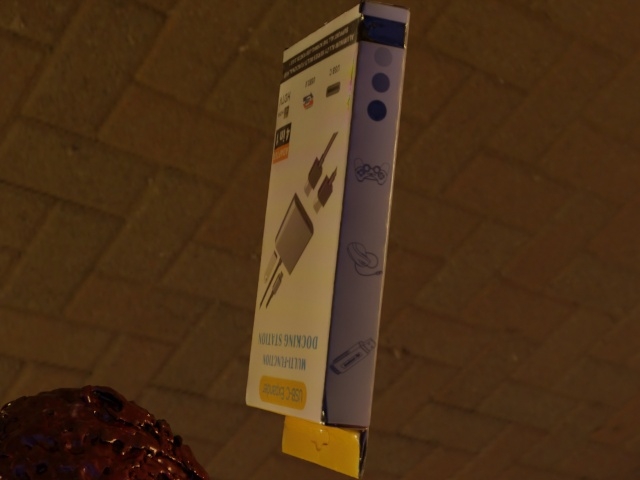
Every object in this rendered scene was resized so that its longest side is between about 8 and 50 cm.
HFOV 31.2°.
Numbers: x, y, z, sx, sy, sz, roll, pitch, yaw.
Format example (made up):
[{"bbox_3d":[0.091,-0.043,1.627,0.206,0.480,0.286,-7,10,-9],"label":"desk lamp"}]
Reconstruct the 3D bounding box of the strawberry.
[{"bbox_3d":[-0.193,0.270,0.964,0.274,0.220,0.274,-6,100,-33],"label":"strawberry"}]

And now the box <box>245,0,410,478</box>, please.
[{"bbox_3d":[0.000,0.000,0.638,0.033,0.247,0.129,8,173,-21],"label":"box"}]
